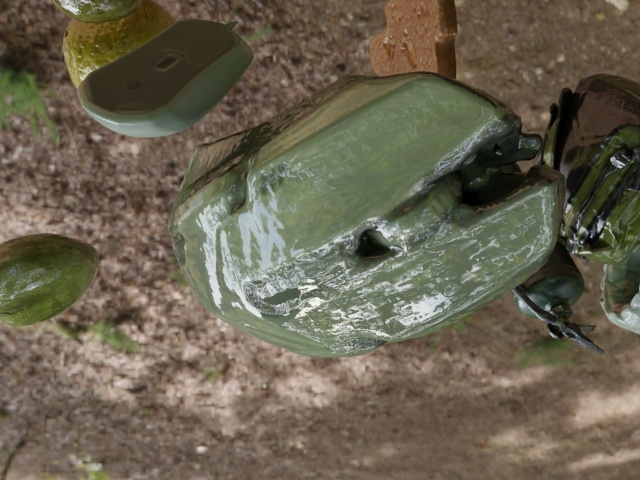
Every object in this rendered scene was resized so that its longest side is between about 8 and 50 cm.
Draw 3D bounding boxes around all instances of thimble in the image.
[{"bbox_3d":[0.582,0.062,1.506,0.149,0.211,0.185,18,180,-4],"label":"thimble"}]

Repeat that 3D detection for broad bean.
[{"bbox_3d":[-0.395,0.053,1.218,0.189,0.121,0.263,-20,-178,-13],"label":"broad bean"}]

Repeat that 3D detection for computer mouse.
[{"bbox_3d":[0.000,0.002,0.758,0.429,0.145,0.228,-20,118,47],"label":"computer mouse"},{"bbox_3d":[-0.126,-0.136,0.761,0.089,0.181,0.056,28,140,17],"label":"computer mouse"}]

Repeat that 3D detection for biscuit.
[{"bbox_3d":[0.156,-0.300,1.380,0.043,0.284,0.306,-7,137,-18],"label":"biscuit"}]

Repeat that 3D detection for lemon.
[{"bbox_3d":[-0.318,-0.301,1.455,0.192,0.192,0.231,-8,135,5],"label":"lemon"}]

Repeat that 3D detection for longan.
[{"bbox_3d":[-0.311,-0.360,1.181,0.176,0.145,0.155,-14,-169,1],"label":"longan"}]

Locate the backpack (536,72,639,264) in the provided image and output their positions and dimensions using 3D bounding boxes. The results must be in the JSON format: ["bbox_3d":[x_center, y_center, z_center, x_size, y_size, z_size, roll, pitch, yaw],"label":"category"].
[{"bbox_3d":[0.389,-0.095,1.222,0.140,0.207,0.253,10,110,-27],"label":"backpack"}]

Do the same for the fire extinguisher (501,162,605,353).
[{"bbox_3d":[0.264,0.022,1.127,0.118,0.294,0.093,11,132,-31],"label":"fire extinguisher"}]

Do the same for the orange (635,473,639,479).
[{"bbox_3d":[0.420,0.289,0.809,0.279,0.235,0.279,-7,169,-1],"label":"orange"}]
